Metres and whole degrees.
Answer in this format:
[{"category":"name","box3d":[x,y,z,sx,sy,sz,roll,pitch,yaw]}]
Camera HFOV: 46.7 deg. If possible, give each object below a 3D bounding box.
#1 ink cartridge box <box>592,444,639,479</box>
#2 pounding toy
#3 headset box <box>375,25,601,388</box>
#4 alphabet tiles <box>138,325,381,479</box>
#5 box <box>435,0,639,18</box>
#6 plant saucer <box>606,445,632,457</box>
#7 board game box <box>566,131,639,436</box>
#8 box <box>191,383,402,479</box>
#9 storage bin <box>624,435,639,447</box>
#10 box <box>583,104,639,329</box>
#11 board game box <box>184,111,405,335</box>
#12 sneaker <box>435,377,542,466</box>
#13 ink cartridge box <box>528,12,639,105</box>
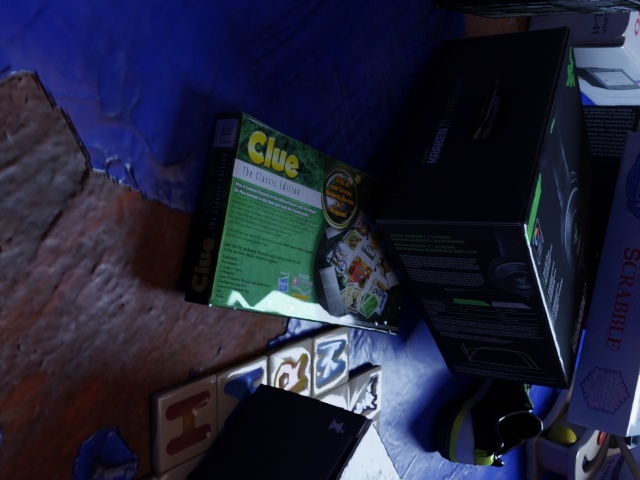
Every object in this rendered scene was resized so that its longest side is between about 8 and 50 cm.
[{"category":"ink cartridge box","box3d":[0.536,0.451,1.234,0.198,0.115,0.273,-45,175,-35]},{"category":"pounding toy","box3d":[0.443,0.302,1.168,0.269,0.154,0.154,-14,113,-51]},{"category":"headset box","box3d":[0.182,-0.034,0.734,0.283,0.131,0.246,60,43,-43]},{"category":"alphabet tiles","box3d":[-0.046,0.229,0.615,0.342,0.011,0.285,-13,108,-52]},{"category":"box","box3d":[0.226,-0.267,0.729,0.147,0.180,0.078,-14,108,-51]},{"category":"plant saucer","box3d":[0.687,0.372,1.606,0.310,0.050,0.311,-14,108,-51]},{"category":"board game box","box3d":[0.400,0.070,0.892,0.318,0.065,0.318,18,84,-55]},{"category":"box","box3d":[-0.010,0.237,0.564,0.153,0.108,0.207,-52,134,-33]},{"category":"storage bin","box3d":[0.552,0.328,1.376,0.135,0.091,0.098,31,73,-53]},{"category":"box","box3d":[0.345,-0.026,0.974,0.165,0.143,0.270,23,80,-53]},{"category":"board game box","box3d":[0.000,0.000,0.605,0.259,0.030,0.136,19,81,-53]},{"category":"sneaker","box3d":[0.231,0.220,0.912,0.234,0.097,0.084,-25,117,-49]},{"category":"ink cartridge box","box3d":[0.409,-0.325,1.006,0.306,0.131,0.226,11,89,-52]}]
